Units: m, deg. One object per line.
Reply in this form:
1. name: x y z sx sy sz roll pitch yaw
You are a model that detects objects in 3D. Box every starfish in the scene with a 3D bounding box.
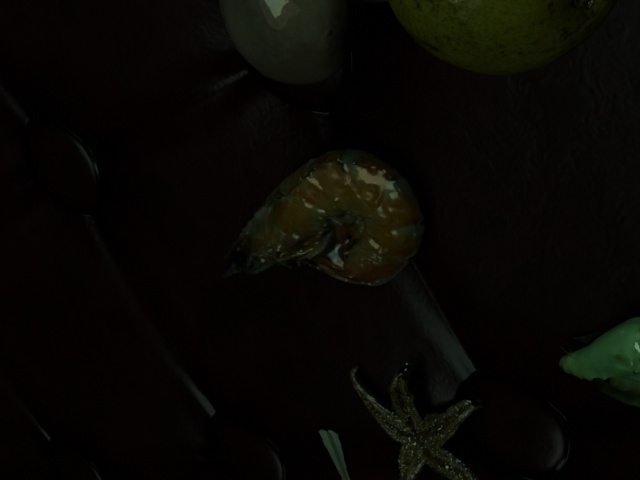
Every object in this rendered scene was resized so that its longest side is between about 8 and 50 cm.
1. starfish: 0.118 0.244 1.351 0.213 0.057 0.238 29 131 32

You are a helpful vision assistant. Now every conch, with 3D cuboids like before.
1. conch: 0.307 0.128 1.092 0.106 0.079 0.170 59 153 -3

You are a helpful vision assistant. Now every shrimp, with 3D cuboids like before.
1. shrimp: 0.000 0.000 1.263 0.164 0.062 0.317 51 136 -7

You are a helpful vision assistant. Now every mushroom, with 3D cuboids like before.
1. mushroom: 0.002 -0.245 1.007 0.204 0.204 0.204 22 132 27

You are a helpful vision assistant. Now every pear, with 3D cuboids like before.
1. pear: 0.146 -0.220 0.878 0.197 0.197 0.197 22 132 27

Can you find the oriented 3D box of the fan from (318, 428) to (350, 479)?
1. fan: 0.074 0.434 1.560 0.233 0.012 0.414 -5 118 42
